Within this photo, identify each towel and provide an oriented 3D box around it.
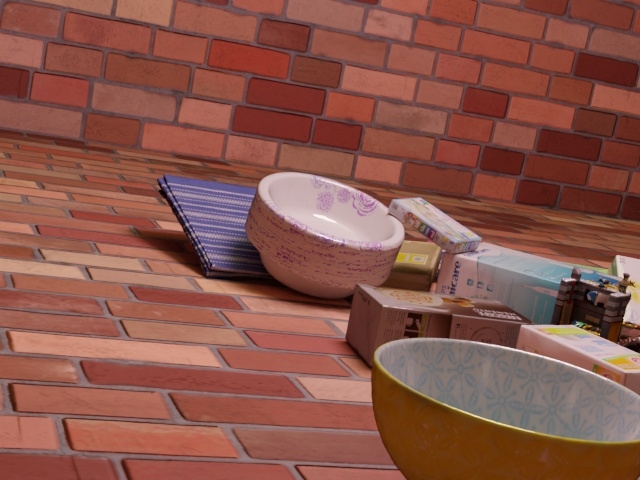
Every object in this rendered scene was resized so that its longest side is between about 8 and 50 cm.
[{"bbox_3d":[-0.166,-0.019,2.120,0.243,0.040,0.336,6,30,-31],"label":"towel"}]

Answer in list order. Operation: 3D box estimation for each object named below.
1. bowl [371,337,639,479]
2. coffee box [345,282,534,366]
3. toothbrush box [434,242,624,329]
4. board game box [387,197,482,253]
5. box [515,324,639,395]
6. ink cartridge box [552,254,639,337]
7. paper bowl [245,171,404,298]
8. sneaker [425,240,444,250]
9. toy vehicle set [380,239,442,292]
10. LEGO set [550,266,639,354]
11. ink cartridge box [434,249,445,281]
[{"bbox_3d":[0.179,0.214,1.086,0.289,0.156,0.289,11,10,-2],"label":"bowl"},{"bbox_3d":[0.179,0.140,1.664,0.246,0.098,0.141,8,11,-16],"label":"coffee box"},{"bbox_3d":[0.387,0.102,2.020,0.295,0.126,0.216,16,13,26],"label":"toothbrush box"},{"bbox_3d":[0.213,-0.029,2.029,0.154,0.026,0.103,36,24,28],"label":"board game box"},{"bbox_3d":[0.381,0.198,1.542,0.114,0.103,0.203,3,12,-34],"label":"box"},{"bbox_3d":[0.582,0.108,2.148,0.235,0.056,0.171,11,50,-5],"label":"ink cartridge box"},{"bbox_3d":[0.000,0.000,1.998,0.284,0.148,0.284,16,25,-8],"label":"paper bowl"},{"bbox_3d":[0.272,0.010,2.554,0.170,0.075,0.063,2,14,-42],"label":"sneaker"},{"bbox_3d":[0.152,0.047,2.203,0.166,0.035,0.267,5,14,11],"label":"toy vehicle set"},{"bbox_3d":[0.508,0.150,1.689,0.255,0.192,0.331,2,14,-42],"label":"LEGO set"},{"bbox_3d":[0.291,0.053,2.417,0.206,0.045,0.208,6,13,-22],"label":"ink cartridge box"}]
